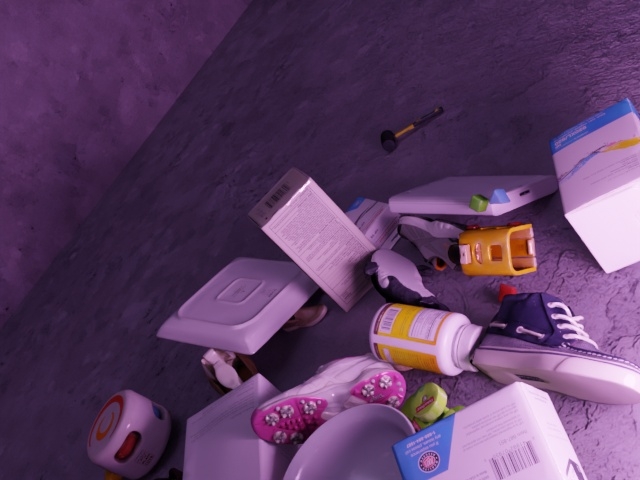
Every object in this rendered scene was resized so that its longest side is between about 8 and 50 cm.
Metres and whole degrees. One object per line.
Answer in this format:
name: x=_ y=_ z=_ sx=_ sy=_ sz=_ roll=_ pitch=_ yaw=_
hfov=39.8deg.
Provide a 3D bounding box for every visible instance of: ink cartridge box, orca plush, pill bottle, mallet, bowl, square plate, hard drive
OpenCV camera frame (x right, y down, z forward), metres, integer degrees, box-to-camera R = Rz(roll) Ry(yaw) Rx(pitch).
ink cartridge box: x=0.265 y=0.388 z=1.233 sx=0.223 sy=0.129 sz=0.308 roll=-32 pitch=59 yaw=21
orca plush: x=0.182 y=0.115 z=1.891 sx=0.151 sy=0.102 sz=0.287 roll=-8 pitch=24 yaw=-32
pill bottle: x=0.206 y=0.187 z=1.666 sx=0.214 sy=0.117 sz=0.117 roll=7 pitch=56 yaw=39
mallet: x=0.244 y=-0.299 z=2.365 sx=0.189 sy=0.039 sz=0.062 roll=-25 pitch=33 yaw=24
bowl: x=0.077 y=0.441 z=1.518 sx=0.297 sy=0.134 sz=0.298 roll=-31 pitch=31 yaw=21
ink cartridge box: x=0.127 y=-0.040 z=2.149 sx=0.104 sy=0.060 sz=0.180 roll=-51 pitch=30 yaw=-13
square plate: x=-0.189 y=0.139 z=2.179 sx=0.344 sy=0.049 sz=0.347 roll=3 pitch=35 yaw=41
ink cartridge box: x=0.536 y=-0.098 z=1.590 sx=0.168 sy=0.171 sz=0.233 roll=-29 pitch=32 yaw=27
hard drive: x=0.322 y=-0.098 z=1.897 sx=0.203 sy=0.040 sz=0.307 roll=-20 pitch=15 yaw=-34

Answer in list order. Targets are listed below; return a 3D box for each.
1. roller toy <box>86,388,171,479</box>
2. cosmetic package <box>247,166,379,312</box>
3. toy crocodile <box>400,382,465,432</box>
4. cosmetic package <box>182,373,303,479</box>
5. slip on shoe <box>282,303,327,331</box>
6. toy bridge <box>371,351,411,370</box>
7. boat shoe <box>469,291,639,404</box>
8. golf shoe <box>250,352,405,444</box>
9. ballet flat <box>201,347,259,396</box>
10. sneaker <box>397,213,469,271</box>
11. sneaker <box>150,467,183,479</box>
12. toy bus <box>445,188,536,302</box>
roller toy: x=-0.459 y=0.475 z=2.142 sx=0.191 sy=0.146 sz=0.209 roll=-30 pitch=37 yaw=42
cosmetic package: x=0.000 y=0.000 z=2.004 sx=0.160 sy=0.309 sz=0.113 roll=-45 pitch=30 yaw=-4
toy crocodile: x=0.235 y=0.333 z=1.481 sx=0.105 sy=0.115 sz=0.340 roll=-54 pitch=28 yaw=-6
cosmetic package: x=-0.150 y=0.479 z=1.741 sx=0.217 sy=0.156 sz=0.385 roll=-34 pitch=32 yaw=19
slip on shoe: x=-0.046 y=0.179 z=2.105 sx=0.135 sy=0.041 sz=0.051 roll=-21 pitch=37 yaw=36
toy bridge: x=0.176 y=0.229 z=1.775 sx=0.188 sy=0.026 sz=0.063 roll=-23 pitch=37 yaw=32
boat shoe: x=0.402 y=0.165 z=1.463 sx=0.340 sy=0.127 sz=0.158 roll=2 pitch=60 yaw=53
golf shoe: x=0.008 y=0.305 z=1.726 sx=0.306 sy=0.115 sz=0.140 roll=-14 pitch=27 yaw=-10
ballet flat: x=-0.211 y=0.313 z=2.057 sx=0.116 sy=0.124 sz=0.342 roll=-47 pitch=29 yaw=-5
sneaker: x=0.239 y=0.004 z=1.917 sx=0.271 sy=0.100 sz=0.108 roll=-161 pitch=83 yaw=-67
sneaker: x=-0.350 y=0.598 z=1.827 sx=0.106 sy=0.162 sz=0.281 roll=-6 pitch=46 yaw=48
toy bus: x=0.307 y=0.020 z=1.679 sx=0.191 sy=0.104 sz=0.202 roll=49 pitch=129 yaw=30
